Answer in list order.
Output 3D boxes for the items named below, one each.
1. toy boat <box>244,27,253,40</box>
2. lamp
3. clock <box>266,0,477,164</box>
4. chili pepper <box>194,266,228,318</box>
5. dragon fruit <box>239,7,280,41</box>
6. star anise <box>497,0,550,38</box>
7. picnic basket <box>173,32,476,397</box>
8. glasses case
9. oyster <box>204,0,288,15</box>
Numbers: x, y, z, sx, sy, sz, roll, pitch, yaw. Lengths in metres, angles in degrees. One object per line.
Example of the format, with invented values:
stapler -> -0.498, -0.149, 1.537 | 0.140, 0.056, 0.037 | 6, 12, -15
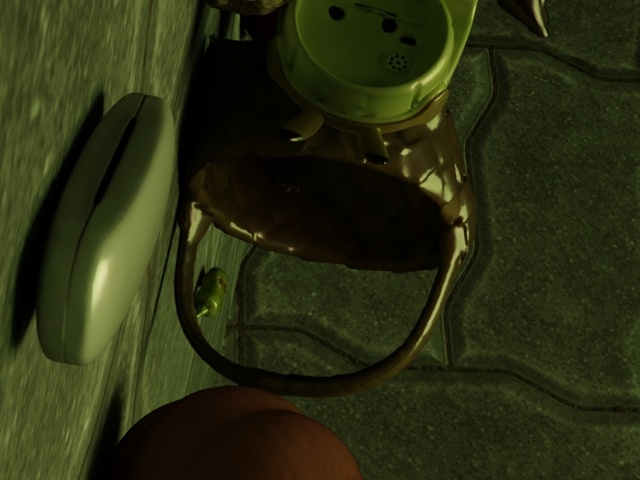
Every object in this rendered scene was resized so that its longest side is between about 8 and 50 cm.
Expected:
toy boat -> -0.055, -0.312, 1.872 | 0.295, 0.088, 0.129 | -42, 145, -73
lamp -> -0.078, 0.275, 1.185 | 0.305, 0.239, 0.305 | 31, -49, 43
clock -> 0.038, -0.163, 1.236 | 0.069, 0.170, 0.232 | 107, -1, -63
chili pepper -> -0.148, 0.062, 1.995 | 0.208, 0.043, 0.049 | -85, 174, -77
dragon fruit -> 0.019, -0.277, 1.512 | 0.299, 0.244, 0.244 | 65, 28, -48
star anise -> 0.138, -0.305, 1.340 | 0.129, 0.282, 0.212 | 16, 84, -73
picnic basket -> 0.000, 0.000, 1.388 | 0.337, 0.293, 0.337 | 6, 90, -76
glasses case -> -0.108, -0.011, 0.740 | 0.193, 0.049, 0.074 | -82, -177, -57
oyster -> -0.031, -0.268, 1.126 | 0.341, 0.110, 0.166 | 128, -18, -58
